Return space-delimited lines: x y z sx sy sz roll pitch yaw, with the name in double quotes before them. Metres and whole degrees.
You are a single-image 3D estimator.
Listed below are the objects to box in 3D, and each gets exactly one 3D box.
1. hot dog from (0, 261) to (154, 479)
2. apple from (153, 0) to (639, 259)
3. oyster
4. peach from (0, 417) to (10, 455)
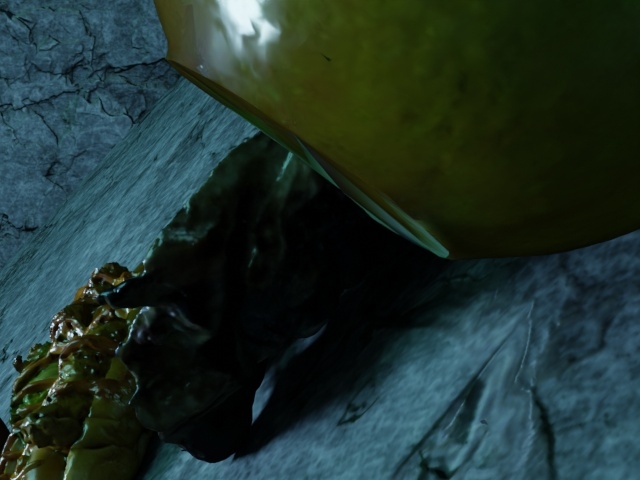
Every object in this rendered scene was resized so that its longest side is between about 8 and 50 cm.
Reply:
"hot dog" -0.208 0.121 1.006 0.158 0.117 0.349 -39 19 29
"apple" 0.087 -0.172 0.533 0.374 0.374 0.384 -48 25 0
"oyster" 0.007 -0.007 0.745 0.361 0.096 0.221 -49 -19 -18
"peach" -0.395 0.237 0.998 0.214 0.235 0.214 8 -90 -77
